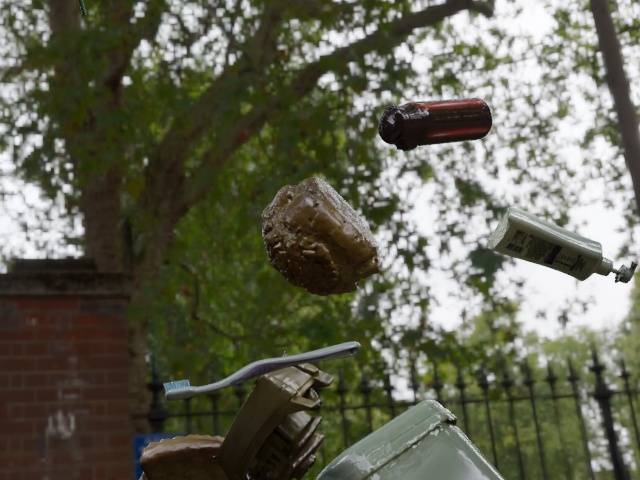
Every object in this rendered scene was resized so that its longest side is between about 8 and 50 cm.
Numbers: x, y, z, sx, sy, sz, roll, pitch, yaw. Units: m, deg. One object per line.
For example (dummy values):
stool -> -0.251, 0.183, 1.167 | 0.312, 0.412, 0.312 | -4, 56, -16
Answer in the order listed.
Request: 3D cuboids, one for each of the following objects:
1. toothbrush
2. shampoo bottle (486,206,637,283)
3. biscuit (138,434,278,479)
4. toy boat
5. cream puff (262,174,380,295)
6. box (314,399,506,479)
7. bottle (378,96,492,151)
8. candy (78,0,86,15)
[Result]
toothbrush -> -0.034, 0.081, 0.594 | 0.131, 0.013, 0.011 | -10, -47, -22
shampoo bottle -> 0.232, 0.011, 0.905 | 0.141, 0.034, 0.049 | 21, -56, -5
biscuit -> -0.116, 0.287, 0.971 | 0.176, 0.031, 0.228 | -6, -60, -21
toy boat -> -0.034, 0.160, 0.771 | 0.064, 0.072, 0.206 | -43, -11, -35
cream puff -> -0.004, 0.001, 1.018 | 0.103, 0.144, 0.126 | -42, -54, 11
box -> 0.118, 0.395, 0.925 | 0.177, 0.344, 0.352 | -26, -30, -43
bottle -> 0.139, -0.142, 1.160 | 0.164, 0.060, 0.060 | -10, -12, -41
candy -> -0.195, -0.214, 0.751 | 0.025, 0.023, 0.083 | 24, -34, 17
